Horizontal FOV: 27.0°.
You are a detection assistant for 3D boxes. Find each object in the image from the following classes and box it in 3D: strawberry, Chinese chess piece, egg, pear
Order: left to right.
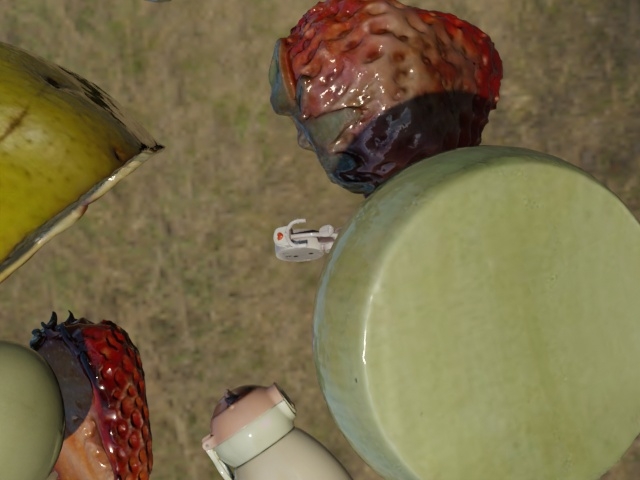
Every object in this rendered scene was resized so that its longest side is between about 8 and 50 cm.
[{"bbox_3d":[-0.295,-0.024,0.883,0.340,0.386,0.191,-34,100,33],"label":"pear"},{"bbox_3d":[-0.441,0.250,1.682,0.269,0.219,0.219,-61,19,-7],"label":"egg"},{"bbox_3d":[-0.325,0.236,1.969,0.280,0.150,0.253,34,121,26],"label":"strawberry"},{"bbox_3d":[0.106,-0.181,1.493,0.149,0.336,0.265,-39,83,45],"label":"strawberry"},{"bbox_3d":[0.115,0.060,0.908,0.101,0.250,0.250,-174,78,-69],"label":"Chinese chess piece"}]

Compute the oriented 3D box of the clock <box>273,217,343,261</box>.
[{"bbox_3d":[0.000,0.000,1.747,0.087,0.129,0.041,48,-143,-67],"label":"clock"}]

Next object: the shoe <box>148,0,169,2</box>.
[{"bbox_3d":[-0.189,-0.364,1.753,0.125,0.228,0.099,-43,-48,-63],"label":"shoe"}]

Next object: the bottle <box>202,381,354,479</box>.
[{"bbox_3d":[-0.059,0.296,1.775,0.236,0.147,0.147,56,157,2],"label":"bottle"}]
